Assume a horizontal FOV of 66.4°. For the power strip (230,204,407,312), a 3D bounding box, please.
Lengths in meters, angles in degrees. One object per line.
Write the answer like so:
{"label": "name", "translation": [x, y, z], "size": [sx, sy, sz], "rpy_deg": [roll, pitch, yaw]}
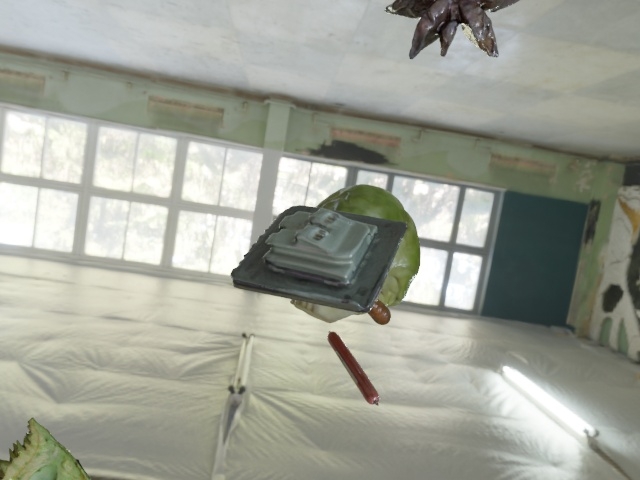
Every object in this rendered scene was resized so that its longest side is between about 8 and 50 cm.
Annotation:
{"label": "power strip", "translation": [0.000, 0.000, 0.688], "size": [0.213, 0.064, 0.198], "rpy_deg": [10, -140, 19]}

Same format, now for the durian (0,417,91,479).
{"label": "durian", "translation": [-0.276, 0.403, 0.624], "size": [0.198, 0.394, 0.163], "rpy_deg": [-34, 179, 11]}

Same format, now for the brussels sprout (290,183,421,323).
{"label": "brussels sprout", "translation": [0.079, 0.037, 1.049], "size": [0.243, 0.316, 0.274], "rpy_deg": [31, -165, 35]}

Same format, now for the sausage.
{"label": "sausage", "translation": [0.064, 0.258, 1.011], "size": [0.029, 0.029, 0.223], "rpy_deg": [6, -154, -30]}

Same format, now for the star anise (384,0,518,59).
{"label": "star anise", "translation": [0.182, -0.326, 0.663], "size": [0.182, 0.195, 0.065], "rpy_deg": [-36, 172, 18]}

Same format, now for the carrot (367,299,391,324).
{"label": "carrot", "translation": [0.081, 0.103, 0.779], "size": [0.093, 0.032, 0.032], "rpy_deg": [43, 165, -32]}
